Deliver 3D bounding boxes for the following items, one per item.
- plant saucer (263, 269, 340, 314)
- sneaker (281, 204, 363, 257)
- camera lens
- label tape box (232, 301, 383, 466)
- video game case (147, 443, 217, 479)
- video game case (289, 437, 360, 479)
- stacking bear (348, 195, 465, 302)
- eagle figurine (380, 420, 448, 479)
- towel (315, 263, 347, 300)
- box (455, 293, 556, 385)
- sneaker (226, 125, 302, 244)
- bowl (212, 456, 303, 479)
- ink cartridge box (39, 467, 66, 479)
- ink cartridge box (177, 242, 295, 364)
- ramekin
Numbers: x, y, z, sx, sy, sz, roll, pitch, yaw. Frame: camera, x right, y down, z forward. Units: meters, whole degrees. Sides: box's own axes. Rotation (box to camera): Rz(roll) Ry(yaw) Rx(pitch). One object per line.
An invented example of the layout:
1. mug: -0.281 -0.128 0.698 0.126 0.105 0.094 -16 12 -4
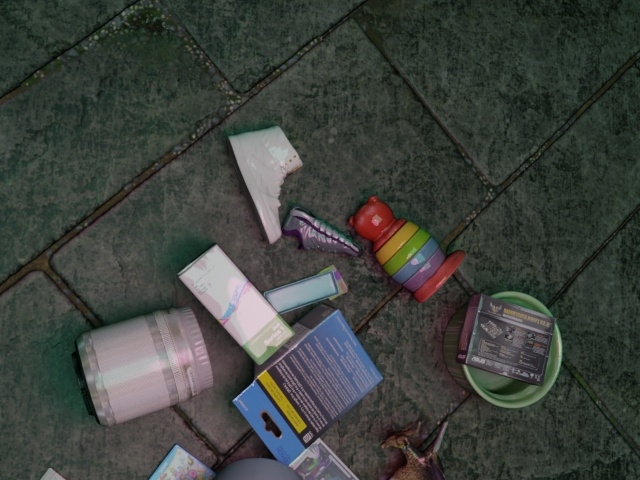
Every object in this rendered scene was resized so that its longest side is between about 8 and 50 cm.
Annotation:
1. plant saucer: -0.048 0.136 1.825 0.192 0.018 0.067 -18 89 -15
2. sneaker: 0.000 0.000 1.844 0.224 0.083 0.098 32 99 -9
3. camera lens: -0.403 0.281 1.599 0.274 0.219 0.219 -16 89 -18
4. label tape box: -0.042 0.349 1.736 0.334 0.106 0.240 -38 112 -17
5. video game case: -0.320 0.586 1.700 0.166 0.015 0.119 40 75 -9
6. video game case: -0.012 0.616 1.788 0.173 0.022 0.190 -44 98 -16
7. stacking bear: 0.208 0.011 1.852 0.289 0.164 0.175 44 118 3
8. eagle figurine: 0.249 0.618 1.785 0.226 0.225 0.298 -19 78 -39
9. towel: 0.030 0.111 1.862 0.060 0.009 0.083 -30 93 -17
10. box: 0.473 0.253 1.803 0.231 0.056 0.183 18 78 -15
11. sneaker: -0.112 -0.149 1.796 0.169 0.108 0.292 -19 89 -15
12. bowl: -0.147 0.621 1.634 0.312 0.163 0.311 0 122 1
13. ink cartridge box: -0.579 0.656 1.605 0.225 0.056 0.181 34 75 8
14. ink cartridge box: -0.202 0.142 1.679 0.117 0.201 0.278 -41 97 -6
15. ramekin: 0.480 0.290 1.909 0.304 0.148 0.303 2 84 -17
